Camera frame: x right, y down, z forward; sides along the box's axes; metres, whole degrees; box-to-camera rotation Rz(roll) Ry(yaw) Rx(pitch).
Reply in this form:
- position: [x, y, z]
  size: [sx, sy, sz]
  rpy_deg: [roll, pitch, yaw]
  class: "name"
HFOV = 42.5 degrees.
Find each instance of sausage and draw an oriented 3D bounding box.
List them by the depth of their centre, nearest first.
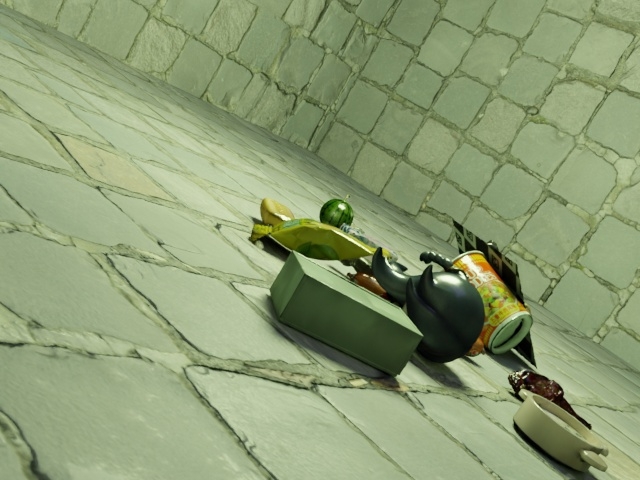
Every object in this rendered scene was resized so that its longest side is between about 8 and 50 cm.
- position: [0.204, 0.158, 1.746]
  size: [0.347, 0.053, 0.053]
  rpy_deg: [30, 9, -7]
  class: "sausage"

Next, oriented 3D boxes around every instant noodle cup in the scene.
- position: [0.398, 0.164, 2.012]
  size: [0.193, 0.193, 0.212]
  rpy_deg: [20, 23, -49]
  class: "instant noodle cup"

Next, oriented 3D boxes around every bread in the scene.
- position: [-0.102, -0.050, 1.883]
  size: [0.082, 0.056, 0.115]
  rpy_deg: [22, 17, -26]
  class: "bread"

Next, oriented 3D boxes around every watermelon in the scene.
- position: [0.047, -0.074, 2.331]
  size: [0.109, 0.109, 0.109]
  rpy_deg: [30, 9, -5]
  class: "watermelon"

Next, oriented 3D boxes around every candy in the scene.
- position: [0.000, 0.000, 1.742]
  size: [0.297, 0.081, 0.187]
  rpy_deg: [8, 5, -2]
  class: "candy"
- position: [0.116, 0.025, 2.124]
  size: [0.160, 0.073, 0.092]
  rpy_deg: [28, 11, -17]
  class: "candy"

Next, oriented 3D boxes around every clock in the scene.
- position: [0.414, 0.338, 1.438]
  size: [0.155, 0.063, 0.229]
  rpy_deg: [28, 12, -32]
  class: "clock"

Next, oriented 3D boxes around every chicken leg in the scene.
- position: [0.472, 0.330, 1.703]
  size: [0.205, 0.053, 0.093]
  rpy_deg: [21, 35, -16]
  class: "chicken leg"

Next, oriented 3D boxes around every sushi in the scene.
- position: [0.477, 0.118, 2.149]
  size: [0.339, 0.068, 0.320]
  rpy_deg: [-134, -156, -62]
  class: "sushi"

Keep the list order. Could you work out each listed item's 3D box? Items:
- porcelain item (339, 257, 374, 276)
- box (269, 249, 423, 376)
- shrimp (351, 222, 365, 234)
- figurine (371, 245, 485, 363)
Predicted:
- position: [0.119, 0.081, 1.844]
  size: [0.215, 0.069, 0.081]
  rpy_deg: [34, 14, 14]
  class: "porcelain item"
- position: [0.038, 0.118, 1.334]
  size: [0.225, 0.086, 0.129]
  rpy_deg: [28, 9, -17]
  class: "box"
- position: [0.091, -0.031, 2.452]
  size: [0.126, 0.047, 0.223]
  rpy_deg: [36, 2, -39]
  class: "shrimp"
- position: [0.192, 0.120, 1.593]
  size: [0.265, 0.197, 0.175]
  rpy_deg: [43, 27, 25]
  class: "figurine"
